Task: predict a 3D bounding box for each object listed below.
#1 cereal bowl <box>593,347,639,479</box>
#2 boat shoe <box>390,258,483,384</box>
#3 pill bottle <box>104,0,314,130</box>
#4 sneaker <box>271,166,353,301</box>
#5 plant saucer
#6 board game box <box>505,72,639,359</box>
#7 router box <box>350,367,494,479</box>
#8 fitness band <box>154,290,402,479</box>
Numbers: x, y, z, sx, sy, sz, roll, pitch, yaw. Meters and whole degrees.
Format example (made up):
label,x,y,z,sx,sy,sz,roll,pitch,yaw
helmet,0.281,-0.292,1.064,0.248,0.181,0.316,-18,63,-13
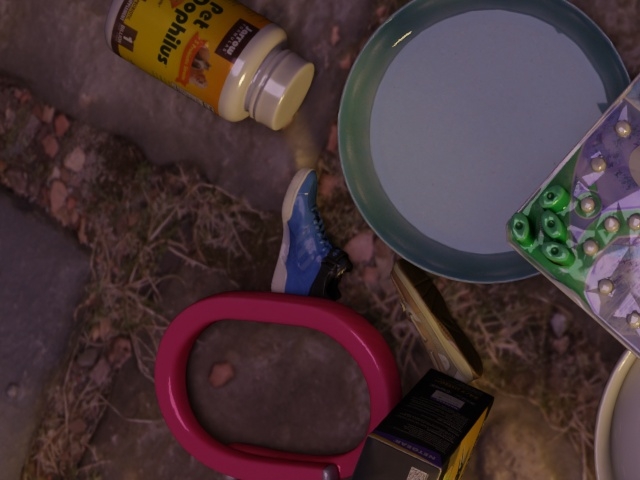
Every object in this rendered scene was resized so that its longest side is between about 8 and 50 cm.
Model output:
label,x,y,z,sx,sy,sz,roll,pitch,yaw
cereal bowl,0.442,0.200,1.457,0.338,0.141,0.339,1,95,16
boat shoe,0.115,0.091,1.587,0.048,0.056,0.153,-33,96,24
pill bottle,-0.117,-0.207,1.596,0.215,0.117,0.117,31,101,11
sneaker,0.000,0.000,1.607,0.084,0.058,0.152,15,102,20
plant saucer,0.175,-0.114,1.560,0.317,0.043,0.318,1,95,15
board game box,0.432,-0.029,1.364,0.390,0.050,0.390,43,95,18
router box,0.065,0.307,1.501,0.081,0.243,0.309,24,107,13
fitness band,-0.051,0.160,1.610,0.290,0.054,0.209,4,102,27
